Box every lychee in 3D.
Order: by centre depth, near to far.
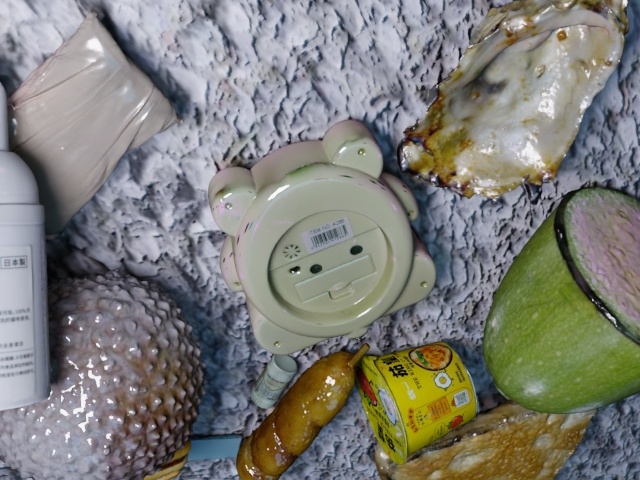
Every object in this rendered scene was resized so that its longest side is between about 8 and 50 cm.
[{"bbox_3d":[-0.297,0.185,1.186,0.299,0.300,0.300,-9,130,-11],"label":"lychee"}]

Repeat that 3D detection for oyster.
[{"bbox_3d":[0.240,-0.210,1.169,0.221,0.096,0.361,9,124,-18],"label":"oyster"}]

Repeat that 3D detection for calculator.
[{"bbox_3d":[-0.218,0.346,1.514,0.171,0.018,0.057,0,129,-18],"label":"calculator"}]

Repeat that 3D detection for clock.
[{"bbox_3d":[0.000,0.000,1.251,0.283,0.114,0.310,-21,129,1],"label":"clock"}]

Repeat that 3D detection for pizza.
[{"bbox_3d":[0.269,0.427,1.699,0.391,0.080,0.435,4,125,-21],"label":"pizza"}]

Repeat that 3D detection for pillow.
[{"bbox_3d":[-0.293,-0.123,1.078,0.270,0.067,0.173,-37,123,19],"label":"pillow"}]

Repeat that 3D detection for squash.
[{"bbox_3d":[0.396,0.127,1.392,0.310,0.310,0.309,11,139,-25],"label":"squash"}]

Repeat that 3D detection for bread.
[{"bbox_3d":[-0.257,0.307,1.356,0.115,0.200,0.077,-9,100,-15],"label":"bread"},{"bbox_3d":[-0.029,0.272,1.458,0.084,0.124,0.344,33,117,-10],"label":"bread"}]

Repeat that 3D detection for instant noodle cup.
[{"bbox_3d":[0.157,0.248,1.464,0.144,0.182,0.182,-19,131,-15],"label":"instant noodle cup"}]

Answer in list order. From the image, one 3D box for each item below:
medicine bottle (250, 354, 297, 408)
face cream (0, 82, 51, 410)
[{"bbox_3d":[-0.074,0.221,1.441,0.047,0.047,0.083,16,121,-28],"label":"medicine bottle"},{"bbox_3d":[-0.371,-0.008,0.997,0.145,0.145,0.370,-1,91,-17],"label":"face cream"}]
